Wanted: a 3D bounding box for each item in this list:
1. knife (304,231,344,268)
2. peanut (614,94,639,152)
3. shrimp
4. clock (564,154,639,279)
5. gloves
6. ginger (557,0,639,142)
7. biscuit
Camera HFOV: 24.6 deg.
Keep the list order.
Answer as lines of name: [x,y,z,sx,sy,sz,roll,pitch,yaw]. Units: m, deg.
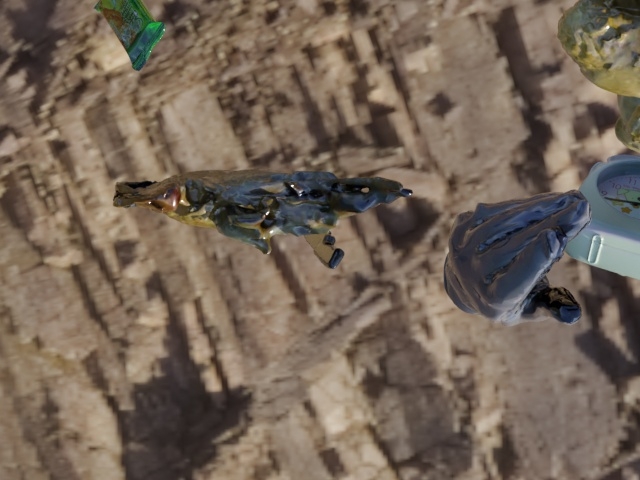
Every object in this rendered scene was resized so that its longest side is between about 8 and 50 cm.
knife: [0.000,0.000,1.207,0.010,0.170,0.023,41,92,-14]
peanut: [0.446,-0.229,1.777,0.136,0.298,0.120,29,35,6]
shrimp: [-0.054,-0.021,1.152,0.117,0.262,0.066,-17,103,-47]
clock: [0.363,-0.032,1.648,0.191,0.151,0.062,-55,157,-49]
gloves: [0.181,0.028,1.387,0.119,0.285,0.142,-31,83,-19]
ginger: [0.293,-0.120,1.035,0.236,0.166,0.375,-23,141,-17]
biscuit: [-0.160,-0.186,1.225,0.016,0.046,0.089,14,33,-45]
